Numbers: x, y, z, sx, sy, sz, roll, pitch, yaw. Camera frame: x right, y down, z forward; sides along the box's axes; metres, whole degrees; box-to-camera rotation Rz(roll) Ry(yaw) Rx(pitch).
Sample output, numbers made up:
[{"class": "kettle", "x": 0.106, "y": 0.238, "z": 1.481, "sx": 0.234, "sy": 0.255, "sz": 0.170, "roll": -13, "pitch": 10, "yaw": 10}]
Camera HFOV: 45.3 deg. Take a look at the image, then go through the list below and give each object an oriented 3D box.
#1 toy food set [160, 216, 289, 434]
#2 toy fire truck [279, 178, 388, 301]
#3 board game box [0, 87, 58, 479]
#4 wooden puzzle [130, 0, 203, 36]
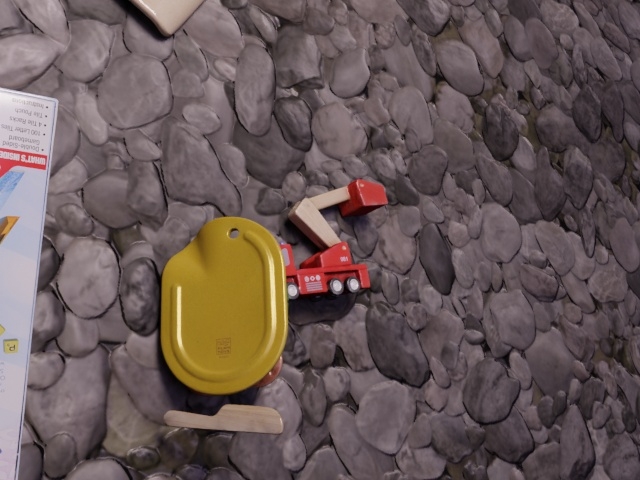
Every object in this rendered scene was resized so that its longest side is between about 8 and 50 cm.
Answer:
[{"class": "toy food set", "x": -0.087, "y": 0.089, "z": 0.761, "sx": 0.071, "sy": 0.128, "sz": 0.217, "roll": 59, "pitch": 27, "yaw": -66}, {"class": "toy fire truck", "x": 0.000, "y": 0.000, "z": 0.878, "sx": 0.192, "sy": 0.047, "sz": 0.135, "roll": -3, "pitch": 77, "yaw": -38}, {"class": "board game box", "x": -0.362, "y": 0.028, "z": 0.525, "sx": 0.319, "sy": 0.066, "sz": 0.317, "roll": 8, "pitch": 86, "yaw": -36}, {"class": "wooden puzzle", "x": -0.197, "y": -0.375, "z": 0.849, "sx": 0.239, "sy": 0.044, "sz": 0.221, "roll": 43, "pitch": 53, "yaw": -19}]
